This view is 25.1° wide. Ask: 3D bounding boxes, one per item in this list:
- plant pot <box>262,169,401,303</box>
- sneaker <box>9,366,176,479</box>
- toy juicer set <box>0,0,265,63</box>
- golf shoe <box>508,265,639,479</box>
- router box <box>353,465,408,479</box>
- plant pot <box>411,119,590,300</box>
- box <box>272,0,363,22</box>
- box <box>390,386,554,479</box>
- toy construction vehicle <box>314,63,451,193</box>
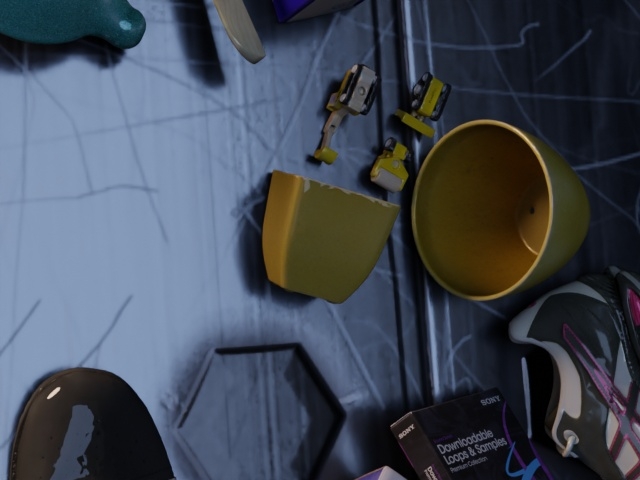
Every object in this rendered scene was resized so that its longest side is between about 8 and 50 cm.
[{"bbox_3d":[0.000,0.000,1.057,0.081,0.081,0.083,16,91,-17],"label":"plant pot"},{"bbox_3d":[-0.138,0.248,0.955,0.123,0.146,0.330,-3,85,-17],"label":"sneaker"},{"bbox_3d":[-0.204,-0.233,1.017,0.329,0.089,0.209,10,61,-30],"label":"toy juicer set"},{"bbox_3d":[0.239,0.159,1.124,0.120,0.105,0.272,-19,86,-3],"label":"golf shoe"},{"bbox_3d":[0.075,0.380,0.990,0.301,0.082,0.335,37,55,-12],"label":"router box"},{"bbox_3d":[0.150,-0.021,1.093,0.095,0.134,0.134,2,84,-44],"label":"plant pot"},{"bbox_3d":[0.001,-0.244,1.052,0.072,0.126,0.137,-18,91,-20],"label":"box"},{"bbox_3d":[0.132,0.189,1.051,0.116,0.029,0.162,-8,60,-50],"label":"box"},{"bbox_3d":[0.046,-0.092,1.106,0.086,0.035,0.098,25,80,-26],"label":"toy construction vehicle"}]
